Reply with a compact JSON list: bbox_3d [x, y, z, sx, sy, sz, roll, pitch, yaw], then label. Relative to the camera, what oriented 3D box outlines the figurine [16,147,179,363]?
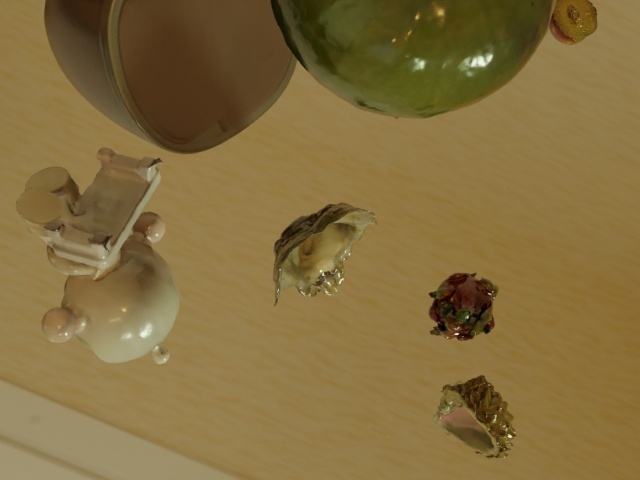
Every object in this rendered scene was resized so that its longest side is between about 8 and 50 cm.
[{"bbox_3d":[-0.219,0.032,1.170,0.257,0.144,0.182,79,9,-48],"label":"figurine"}]

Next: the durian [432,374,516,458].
[{"bbox_3d":[0.227,0.255,1.592,0.078,0.140,0.224,-48,178,-18],"label":"durian"}]

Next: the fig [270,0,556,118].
[{"bbox_3d":[0.089,-0.268,1.104,0.316,0.316,0.316,-62,-170,19],"label":"fig"}]

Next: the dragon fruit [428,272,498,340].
[{"bbox_3d":[0.260,0.130,1.922,0.142,0.138,0.175,-46,-169,9],"label":"dragon fruit"}]

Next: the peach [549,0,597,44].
[{"bbox_3d":[0.408,-0.367,1.790,0.061,0.098,0.098,-37,-151,61],"label":"peach"}]

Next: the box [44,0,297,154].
[{"bbox_3d":[-0.204,-0.277,1.402,0.216,0.301,0.301,21,-95,43],"label":"box"}]

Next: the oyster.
[{"bbox_3d":[-0.011,0.009,1.381,0.161,0.107,0.233,-31,167,-4],"label":"oyster"}]
